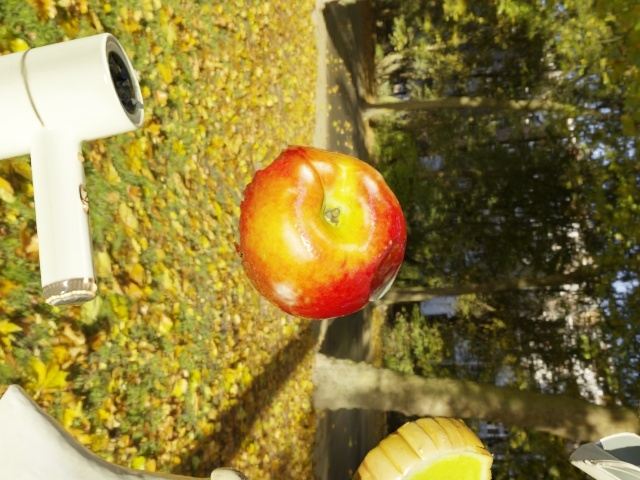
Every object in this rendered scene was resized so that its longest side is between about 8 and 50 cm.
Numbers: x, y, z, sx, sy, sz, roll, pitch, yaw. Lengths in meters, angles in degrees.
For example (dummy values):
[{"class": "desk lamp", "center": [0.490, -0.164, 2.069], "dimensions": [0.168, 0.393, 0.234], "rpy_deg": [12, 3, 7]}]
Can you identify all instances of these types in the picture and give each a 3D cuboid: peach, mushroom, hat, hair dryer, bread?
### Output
[{"class": "peach", "center": [0.013, 0.001, 1.065], "dimensions": [0.335, 0.310, 0.406], "rpy_deg": [-50, 159, -25]}, {"class": "mushroom", "center": [-0.285, 0.360, 0.721], "dimensions": [0.177, 0.397, 0.126], "rpy_deg": [-66, -169, -3]}, {"class": "hat", "center": [0.653, 0.506, 1.051], "dimensions": [0.232, 0.275, 0.161], "rpy_deg": [12, 96, -58]}, {"class": "hair dryer", "center": [-0.324, -0.074, 0.648], "dimensions": [0.128, 0.203, 0.362], "rpy_deg": [81, -3, -76]}, {"class": "bread", "center": [0.147, 0.367, 0.760], "dimensions": [0.070, 0.236, 0.236], "rpy_deg": [37, -38, 54]}]

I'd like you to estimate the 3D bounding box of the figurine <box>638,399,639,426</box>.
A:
[{"class": "figurine", "center": [0.677, 0.261, 0.776], "dimensions": [0.168, 0.315, 0.187], "rpy_deg": [-54, 145, -35]}]
